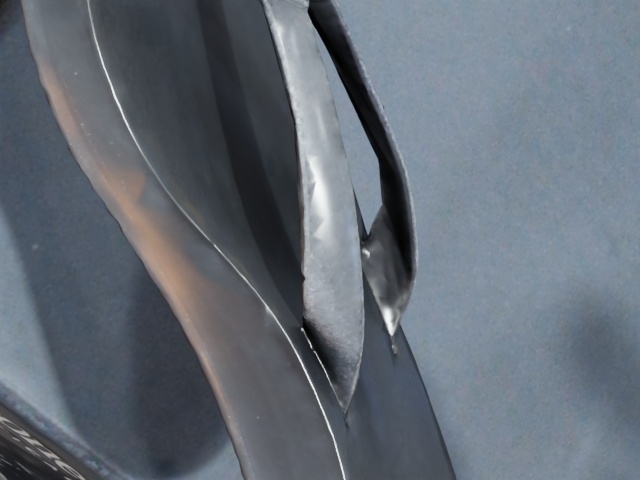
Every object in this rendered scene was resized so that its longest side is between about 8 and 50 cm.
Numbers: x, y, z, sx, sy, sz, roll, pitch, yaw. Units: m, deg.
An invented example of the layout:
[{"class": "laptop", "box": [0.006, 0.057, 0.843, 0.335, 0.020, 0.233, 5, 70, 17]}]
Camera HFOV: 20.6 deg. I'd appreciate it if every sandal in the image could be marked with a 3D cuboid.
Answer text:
[{"class": "sandal", "box": [0.000, 0.000, 0.439, 0.054, 0.097, 0.254, -11, 113, 27]}]

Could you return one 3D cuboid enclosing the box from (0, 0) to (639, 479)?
[{"class": "box", "box": [-0.036, 0.016, 0.846, 0.480, 0.472, 0.297, 42, 72, -26]}]
